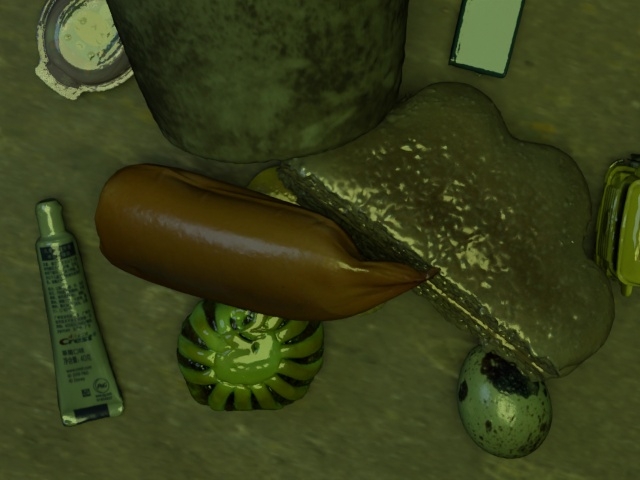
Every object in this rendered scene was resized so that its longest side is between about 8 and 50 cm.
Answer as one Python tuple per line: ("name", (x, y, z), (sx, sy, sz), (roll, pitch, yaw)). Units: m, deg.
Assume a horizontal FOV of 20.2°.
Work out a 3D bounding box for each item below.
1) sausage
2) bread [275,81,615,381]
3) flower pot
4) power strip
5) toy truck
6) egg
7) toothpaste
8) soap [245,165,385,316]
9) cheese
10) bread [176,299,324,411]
("sausage", (-0.050, 0.011, 1.585), (0.328, 0.112, 0.112), (14, 98, 23))
("bread", (0.131, -0.031, 1.607), (0.337, 0.102, 0.183), (37, 80, 2))
("flower pot", (-0.053, -0.256, 1.496), (0.293, 0.294, 0.330), (-8, 121, 3))
("power strip", (0.155, -0.210, 1.636), (0.056, 0.032, 0.123), (13, 98, 1))
("toy truck", (0.388, 0.002, 1.593), (0.272, 0.157, 0.124), (7, 96, 0))
("egg", (0.168, 0.147, 1.653), (0.085, 0.085, 0.110), (-15, 89, 3))
("toothpaste", (-0.234, 0.067, 1.680), (0.062, 0.037, 0.216), (-11, 101, 3))
("soap", (0.000, 0.000, 1.666), (0.168, 0.033, 0.089), (33, 97, -4))
("cheese", (-0.189, -0.214, 1.641), (0.105, 0.042, 0.191), (36, 94, -4))
("bread", (-0.065, 0.098, 1.663), (0.139, 0.071, 0.130), (-8, 101, 3))
